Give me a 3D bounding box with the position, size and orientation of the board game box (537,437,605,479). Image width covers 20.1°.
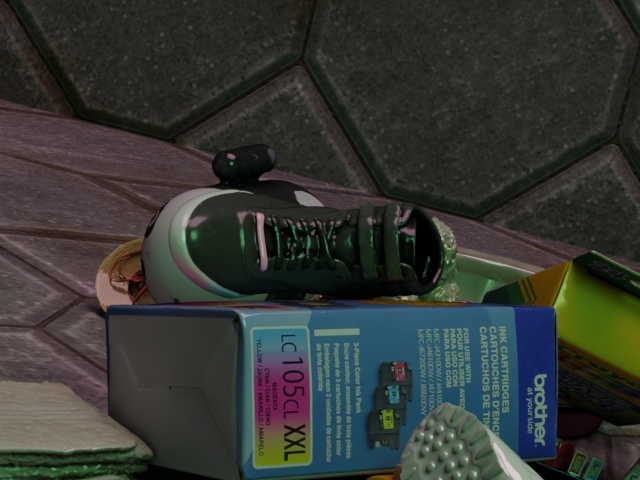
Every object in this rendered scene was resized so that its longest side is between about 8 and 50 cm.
[{"bbox_3d":[0.231,0.218,1.917,0.169,0.033,0.133,24,-3,-17],"label":"board game box"}]

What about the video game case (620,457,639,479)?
[{"bbox_3d":[0.427,0.191,1.800,0.025,0.285,0.204,42,-2,-23],"label":"video game case"}]

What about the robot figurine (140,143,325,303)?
[{"bbox_3d":[-0.090,0.016,2.100,0.278,0.173,0.209,-10,68,-60],"label":"robot figurine"}]

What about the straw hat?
[{"bbox_3d":[-0.201,0.067,2.209,0.144,0.144,0.061,17,-32,21],"label":"straw hat"}]

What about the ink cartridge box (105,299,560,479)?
[{"bbox_3d":[0.034,0.129,1.662,0.395,0.151,0.270,2,-2,-32],"label":"ink cartridge box"}]

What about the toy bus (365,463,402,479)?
[{"bbox_3d":[0.072,0.239,1.489,0.191,0.104,0.202,13,9,-1],"label":"toy bus"}]

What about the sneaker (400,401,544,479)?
[{"bbox_3d":[0.147,0.212,1.398,0.095,0.090,0.235,28,12,-39],"label":"sneaker"}]

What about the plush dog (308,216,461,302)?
[{"bbox_3d":[0.039,0.121,1.940,0.225,0.262,0.210,-8,60,-37],"label":"plush dog"}]

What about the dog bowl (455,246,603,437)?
[{"bbox_3d":[0.200,0.118,2.233,0.408,0.150,0.408,13,9,-2],"label":"dog bowl"}]

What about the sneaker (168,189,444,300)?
[{"bbox_3d":[0.000,0.000,1.686,0.147,0.104,0.296,-11,-14,40],"label":"sneaker"}]

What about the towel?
[{"bbox_3d":[-0.302,0.167,1.558,0.282,0.049,0.187,5,11,-36],"label":"towel"}]

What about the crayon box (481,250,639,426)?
[{"bbox_3d":[0.293,0.109,1.866,0.203,0.083,0.323,26,-14,-8],"label":"crayon box"}]
